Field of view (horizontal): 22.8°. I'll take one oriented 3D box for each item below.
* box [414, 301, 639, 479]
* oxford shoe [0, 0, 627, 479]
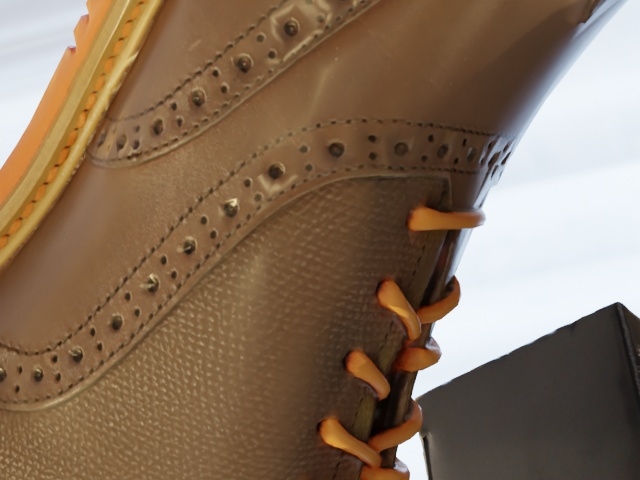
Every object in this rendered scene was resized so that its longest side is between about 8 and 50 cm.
[{"bbox_3d":[0.122,0.131,0.560,0.158,0.093,0.156,32,-141,-41],"label":"box"},{"bbox_3d":[0.000,0.000,0.377,0.130,0.364,0.132,1,-129,-55],"label":"oxford shoe"}]
